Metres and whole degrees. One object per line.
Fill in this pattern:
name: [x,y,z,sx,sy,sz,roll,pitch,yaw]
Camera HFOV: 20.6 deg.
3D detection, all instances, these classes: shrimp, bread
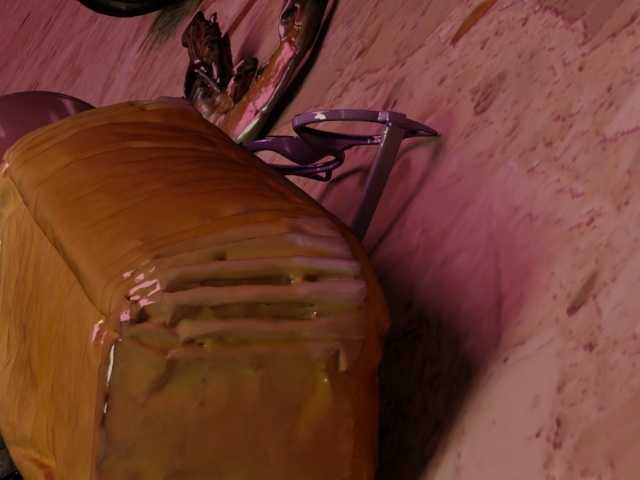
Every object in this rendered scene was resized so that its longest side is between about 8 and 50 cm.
shrimp: [-0.044,-0.126,1.110,0.148,0.035,0.195,-53,26,28]
bread: [-0.065,0.035,0.736,0.288,0.119,0.152,-142,57,-65]

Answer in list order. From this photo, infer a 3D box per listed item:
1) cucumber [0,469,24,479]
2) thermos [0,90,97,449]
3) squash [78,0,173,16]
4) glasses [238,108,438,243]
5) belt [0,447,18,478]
cucumber: [-0.189,0.182,0.964,0.303,0.072,0.081,-35,46,52]
thermos: [-0.154,0.027,1.011,0.176,0.146,0.265,-43,27,2]
squash: [-0.159,-0.277,1.477,0.193,0.156,0.193,-25,57,48]
glasses: [0.000,0.000,0.823,0.140,0.062,0.104,157,117,-62]
belt: [-0.256,0.149,1.098,0.163,0.147,0.082,98,179,-46]
